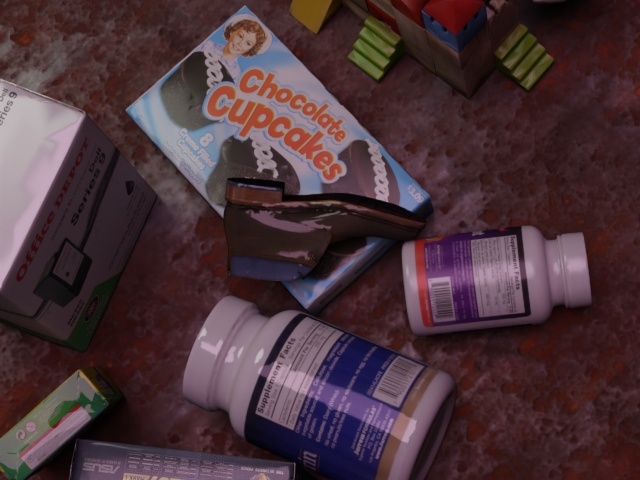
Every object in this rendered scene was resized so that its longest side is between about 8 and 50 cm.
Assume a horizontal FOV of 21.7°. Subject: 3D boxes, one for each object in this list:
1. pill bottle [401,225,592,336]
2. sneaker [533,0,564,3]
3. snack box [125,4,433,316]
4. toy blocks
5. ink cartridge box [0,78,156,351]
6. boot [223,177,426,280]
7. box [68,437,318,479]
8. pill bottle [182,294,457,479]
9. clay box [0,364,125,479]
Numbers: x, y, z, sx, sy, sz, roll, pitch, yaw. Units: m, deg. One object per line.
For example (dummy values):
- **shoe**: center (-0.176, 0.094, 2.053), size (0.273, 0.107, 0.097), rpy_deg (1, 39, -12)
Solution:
- **pill bottle**: center (0.189, 0.041, 1.784), size (0.194, 0.108, 0.108), rpy_deg (-6, 74, 7)
- **sneaker**: center (0.225, -0.396, 1.807), size (0.118, 0.107, 0.279), rpy_deg (-2, 94, 44)
- **snack box**: center (-0.048, -0.092, 1.884), size (0.187, 0.060, 0.322), rpy_deg (-42, 73, -4)
- **toy blocks**: center (0.074, -0.315, 1.821), size (0.381, 0.261, 0.191), rpy_deg (40, 84, 16)
- **ink cartridge box**: center (-0.303, -0.019, 1.786), size (0.122, 0.289, 0.211), rpy_deg (21, 79, 14)
- **boot**: center (0.000, 0.000, 1.795), size (0.219, 0.082, 0.106), rpy_deg (10, 100, 8)
- **box**: center (-0.125, 0.257, 1.737), size (0.233, 0.183, 0.059), rpy_deg (5, 75, 10)
- **pill bottle**: center (-0.003, 0.163, 1.759), size (0.265, 0.153, 0.153), rpy_deg (23, 80, 15)
- **clay box**: center (-0.275, 0.192, 1.768), size (0.127, 0.222, 0.053), rpy_deg (-41, 88, -3)
